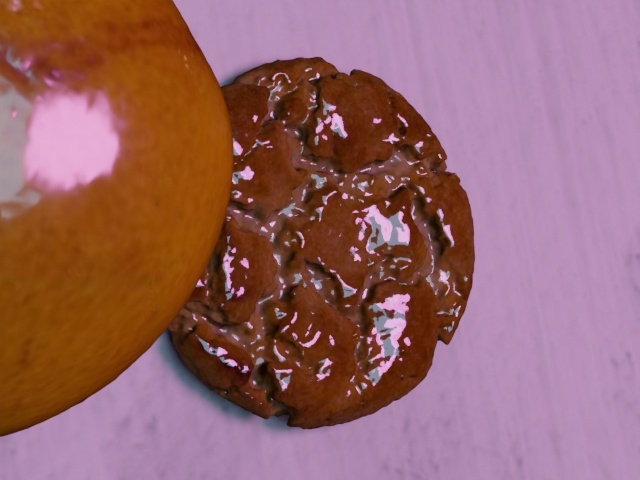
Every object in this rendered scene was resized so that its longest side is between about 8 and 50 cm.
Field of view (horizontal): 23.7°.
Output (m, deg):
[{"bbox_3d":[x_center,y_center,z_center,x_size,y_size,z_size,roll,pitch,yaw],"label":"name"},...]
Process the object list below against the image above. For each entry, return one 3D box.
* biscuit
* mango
[{"bbox_3d":[0.000,0.000,0.874,0.226,0.042,0.226,2,86,-33],"label":"biscuit"},{"bbox_3d":[-0.217,-0.039,0.625,0.378,0.221,0.264,-7,87,-28],"label":"mango"}]
